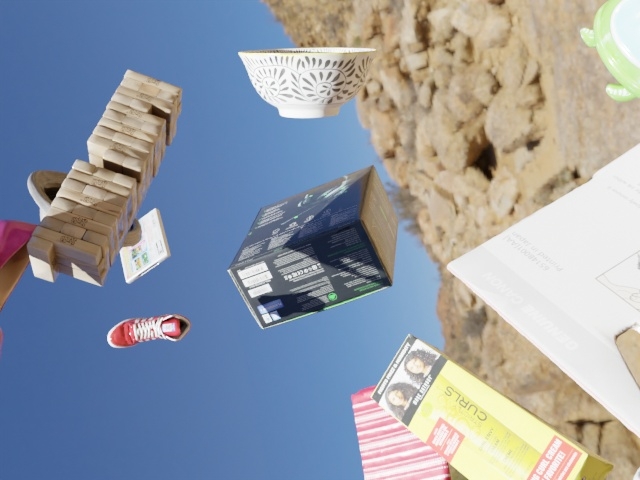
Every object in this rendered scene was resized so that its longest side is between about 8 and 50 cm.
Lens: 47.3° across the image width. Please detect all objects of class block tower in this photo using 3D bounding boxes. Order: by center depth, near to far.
[{"bbox_3d":[-0.299,-0.091,1.053,0.091,0.097,0.335,110,179,-57],"label":"block tower"}]

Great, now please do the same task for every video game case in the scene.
[{"bbox_3d":[-0.464,0.013,1.907,0.019,0.143,0.157,34,-152,-52],"label":"video game case"}]

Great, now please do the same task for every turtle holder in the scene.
[{"bbox_3d":[0.689,-0.388,1.436,0.227,0.244,0.320,127,146,-62],"label":"turtle holder"}]

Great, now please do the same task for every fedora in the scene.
[{"bbox_3d":[-0.525,-0.030,1.588,0.275,0.124,0.244,36,-164,23],"label":"fedora"}]

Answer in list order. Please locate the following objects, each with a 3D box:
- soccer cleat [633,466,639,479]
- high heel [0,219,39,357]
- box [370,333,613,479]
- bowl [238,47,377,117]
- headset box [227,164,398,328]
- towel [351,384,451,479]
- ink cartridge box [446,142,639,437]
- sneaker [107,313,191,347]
[{"bbox_3d":[0.481,0.267,0.843,0.143,0.331,0.116,34,-119,-18],"label":"soccer cleat"},{"bbox_3d":[-0.647,0.106,1.513,0.127,0.182,0.377,114,141,-52],"label":"high heel"},{"bbox_3d":[0.153,0.182,0.703,0.058,0.087,0.232,31,-179,-40],"label":"box"},{"bbox_3d":[-0.014,-0.195,0.903,0.170,0.170,0.080,-58,-32,-70],"label":"bowl"},{"bbox_3d":[0.000,0.000,1.305,0.283,0.247,0.131,-74,-39,-63],"label":"headset box"},{"bbox_3d":[0.168,0.422,1.510,0.031,0.199,0.274,23,-129,-48],"label":"towel"},{"bbox_3d":[0.265,0.048,0.408,0.296,0.261,0.066,47,161,43],"label":"ink cartridge box"},{"bbox_3d":[-0.251,0.134,1.087,0.119,0.067,0.042,-13,-85,-34],"label":"sneaker"}]
